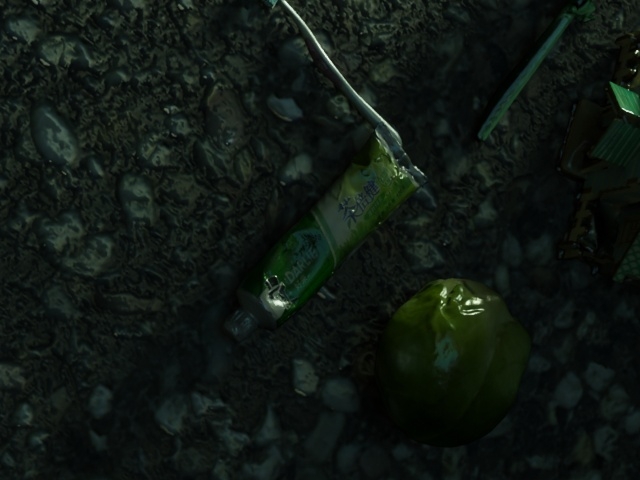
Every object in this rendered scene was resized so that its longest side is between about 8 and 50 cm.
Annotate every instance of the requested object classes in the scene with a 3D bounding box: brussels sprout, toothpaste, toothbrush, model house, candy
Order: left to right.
[{"bbox_3d":[0.000,0.000,1.543,0.248,0.047,0.078,-46,110,-20],"label":"toothpaste"},{"bbox_3d":[0.010,-0.163,1.573,0.204,0.017,0.022,48,61,-12],"label":"toothbrush"},{"bbox_3d":[0.112,0.111,1.543,0.155,0.117,0.155,13,71,-40],"label":"brussels sprout"},{"bbox_3d":[0.247,-0.222,1.653,0.097,0.097,0.323,40,82,-15],"label":"candy"},{"bbox_3d":[0.348,-0.086,1.603,0.178,0.206,0.271,24,78,-19],"label":"model house"}]
